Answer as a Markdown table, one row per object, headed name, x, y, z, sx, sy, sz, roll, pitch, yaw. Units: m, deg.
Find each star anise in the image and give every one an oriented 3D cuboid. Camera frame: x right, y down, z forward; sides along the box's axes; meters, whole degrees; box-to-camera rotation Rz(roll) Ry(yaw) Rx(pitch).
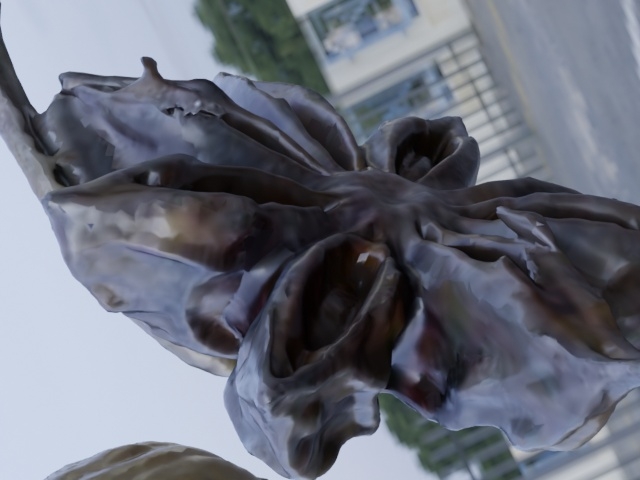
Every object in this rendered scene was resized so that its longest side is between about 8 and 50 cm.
| name | x | y | z | sx | sy | sz | roll | pitch | yaw |
| --- | --- | --- | --- | --- | --- | --- | --- | --- | --- |
| star anise | 0.000 | -0.001 | 0.487 | 0.230 | 0.262 | 0.081 | -60 | -16 | -60 |

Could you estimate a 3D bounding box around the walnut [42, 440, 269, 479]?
| name | x | y | z | sx | sy | sz | roll | pitch | yaw |
| --- | --- | --- | --- | --- | --- | --- | --- | --- | --- |
| walnut | -0.103 | 0.185 | 0.761 | 0.141 | 0.204 | 0.238 | 50 | -169 | -36 |
